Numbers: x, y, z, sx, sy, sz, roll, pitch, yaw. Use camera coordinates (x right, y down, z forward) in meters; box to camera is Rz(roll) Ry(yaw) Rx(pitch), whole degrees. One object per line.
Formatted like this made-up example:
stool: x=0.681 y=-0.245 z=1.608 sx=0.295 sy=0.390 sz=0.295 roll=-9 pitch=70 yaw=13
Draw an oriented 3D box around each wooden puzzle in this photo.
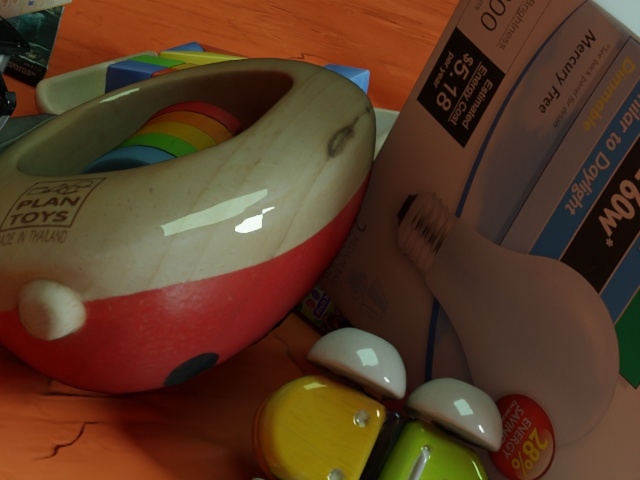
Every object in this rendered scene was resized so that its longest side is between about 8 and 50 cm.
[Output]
wooden puzzle: x=-0.063 y=-0.138 z=1.473 sx=0.348 sy=0.080 sz=0.322 roll=16 pitch=16 yaw=11

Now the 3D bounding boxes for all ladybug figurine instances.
ladybug figurine: x=-0.110 y=-0.014 z=1.122 sx=0.305 sy=0.162 sz=0.449 roll=-3 pitch=21 yaw=22

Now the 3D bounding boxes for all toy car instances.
toy car: x=0.033 y=0.162 z=1.081 sx=0.182 sy=0.159 sz=0.136 roll=27 pitch=-13 yaw=-8

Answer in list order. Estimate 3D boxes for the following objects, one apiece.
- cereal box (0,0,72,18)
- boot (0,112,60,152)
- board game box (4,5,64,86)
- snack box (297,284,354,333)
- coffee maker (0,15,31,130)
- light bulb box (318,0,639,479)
cereal box: x=-0.380 y=-0.268 z=1.468 sx=0.173 sy=0.047 sz=0.240 roll=27 pitch=27 yaw=18
boot: x=-0.332 y=-0.114 z=1.267 sx=0.208 sy=0.076 sz=0.189 roll=29 pitch=20 yaw=12
board game box: x=-0.334 y=-0.228 z=1.532 sx=0.126 sy=0.026 sz=0.186 roll=23 pitch=24 yaw=-16
snack box: x=0.000 y=0.000 z=1.421 sx=0.207 sy=0.070 sz=0.174 roll=39 pitch=24 yaw=18
coffee maker: x=-0.327 y=-0.099 z=1.088 sx=0.171 sy=0.178 sz=0.120 roll=14 pitch=26 yaw=-41
light bulb box: x=0.236 y=0.009 z=1.142 sx=0.225 sy=0.358 sz=0.361 roll=-3 pitch=40 yaw=-42
